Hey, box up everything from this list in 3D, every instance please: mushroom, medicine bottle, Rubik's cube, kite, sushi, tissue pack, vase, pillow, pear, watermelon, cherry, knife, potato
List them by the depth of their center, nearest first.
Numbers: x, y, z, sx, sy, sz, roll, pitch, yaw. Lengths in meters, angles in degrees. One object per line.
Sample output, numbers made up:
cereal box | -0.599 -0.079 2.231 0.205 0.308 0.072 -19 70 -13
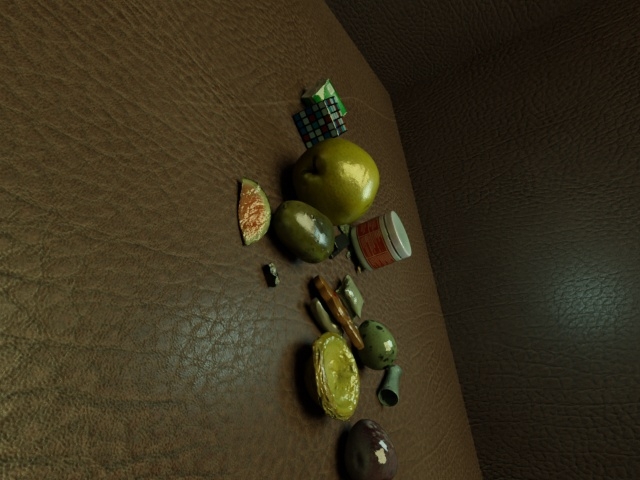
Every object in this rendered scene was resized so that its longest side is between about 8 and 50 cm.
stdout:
watermelon | -0.227 -0.095 1.370 0.119 0.063 0.245 10 69 -41
sushi | -0.158 0.115 1.377 0.046 0.044 0.083 -20 94 -63
cherry | 0.179 0.779 1.471 0.213 0.183 0.266 56 14 -47
potato | -0.060 -0.033 1.519 0.307 0.173 0.210 39 49 -46
mushroom | 0.019 0.303 1.572 0.209 0.071 0.084 56 -3 -31
pear | 0.067 -0.240 1.711 0.418 0.362 0.363 6 68 -58
pillow | 0.142 0.260 1.843 0.182 0.077 0.134 62 27 -22
knife | 0.085 0.022 1.937 0.072 0.019 0.245 66 28 -8
vase | 0.343 0.688 1.959 0.096 0.096 0.219 68 23 -10
Rubik's cube | 0.003 -0.571 1.974 0.184 0.182 0.187 65 27 -17
medicine bottle | 0.312 0.005 2.110 0.252 0.240 0.253 50 28 -39
kite | 0.162 0.007 2.118 0.323 0.013 0.268 59 28 -29
tissue pack | 0.006 -0.713 2.139 0.148 0.156 0.209 -53 131 -16

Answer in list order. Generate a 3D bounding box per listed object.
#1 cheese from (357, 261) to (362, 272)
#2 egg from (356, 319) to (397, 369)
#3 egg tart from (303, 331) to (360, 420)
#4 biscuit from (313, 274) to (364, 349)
cheese | 0.208 0.128 2.106 0.047 0.017 0.111 62 27 -21
egg | 0.242 0.460 1.807 0.177 0.177 0.228 27 34 -56
egg tart | 0.030 0.477 1.438 0.315 0.120 0.315 44 36 -44
biscuit | 0.077 0.281 1.639 0.334 0.047 0.202 56 3 -8
